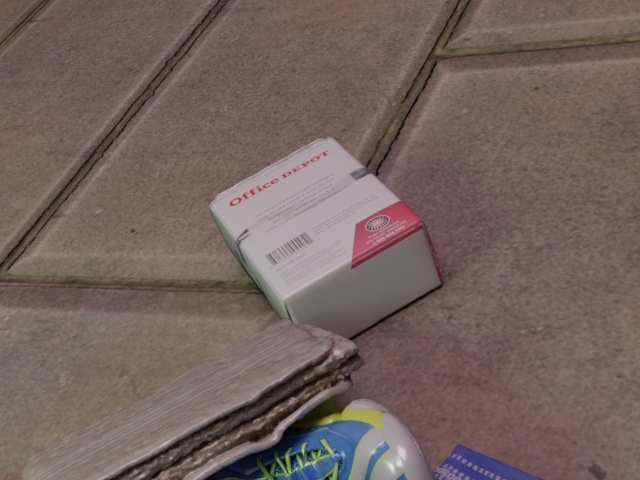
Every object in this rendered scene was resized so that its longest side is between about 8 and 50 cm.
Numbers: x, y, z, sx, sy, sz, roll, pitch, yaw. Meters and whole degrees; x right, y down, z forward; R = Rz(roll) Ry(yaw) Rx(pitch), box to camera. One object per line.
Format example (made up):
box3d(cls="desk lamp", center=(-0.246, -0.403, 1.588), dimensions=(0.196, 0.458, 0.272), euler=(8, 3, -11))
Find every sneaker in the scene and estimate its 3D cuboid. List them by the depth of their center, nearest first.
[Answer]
box3d(cls="sneaker", center=(-0.005, 0.185, 0.876), dimensions=(0.126, 0.091, 0.240), euler=(-32, 10, -18))

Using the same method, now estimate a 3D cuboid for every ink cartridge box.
box3d(cls="ink cartridge box", center=(0.000, 0.000, 1.148), dimensions=(0.159, 0.092, 0.218), euler=(-29, 37, -9))

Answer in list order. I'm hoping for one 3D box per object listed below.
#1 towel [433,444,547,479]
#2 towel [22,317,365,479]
box3d(cls="towel", center=(0.053, 0.271, 0.748), dimensions=(0.336, 0.040, 0.243), euler=(-39, 19, -21))
box3d(cls="towel", center=(-0.108, 0.150, 0.912), dimensions=(0.282, 0.049, 0.187), euler=(-28, 9, -14))
